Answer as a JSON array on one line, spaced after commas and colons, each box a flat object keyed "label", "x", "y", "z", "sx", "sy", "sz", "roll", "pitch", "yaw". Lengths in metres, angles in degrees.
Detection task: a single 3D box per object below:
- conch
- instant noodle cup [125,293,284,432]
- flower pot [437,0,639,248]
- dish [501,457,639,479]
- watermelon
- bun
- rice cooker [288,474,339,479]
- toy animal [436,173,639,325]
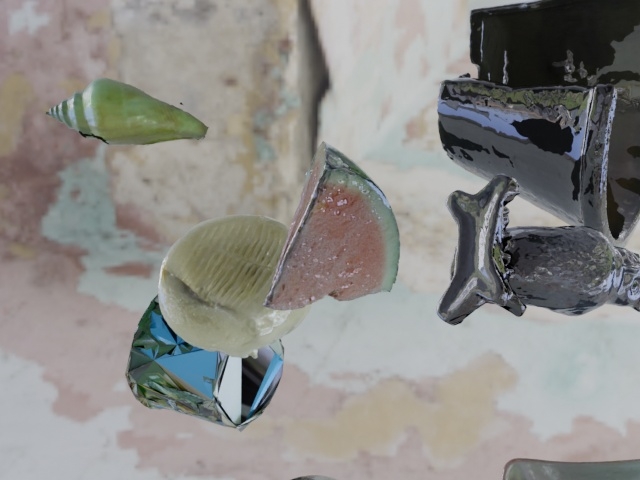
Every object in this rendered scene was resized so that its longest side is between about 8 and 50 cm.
[{"label": "conch", "x": -0.236, "y": -0.153, "z": 1.529, "sx": 0.200, "sy": 0.080, "sz": 0.095, "roll": 13, "pitch": -169, "yaw": -5}, {"label": "instant noodle cup", "x": -0.182, "y": 0.200, "z": 2.086, "sx": 0.178, "sy": 0.240, "sz": 0.240, "roll": 16, "pitch": -151, "yaw": 33}, {"label": "flower pot", "x": 0.312, "y": -0.178, "z": 1.660, "sx": 0.251, "sy": 0.379, "sz": 0.379, "roll": 10, "pitch": -154, "yaw": 25}, {"label": "dish", "x": 0.274, "y": 0.275, "z": 1.180, "sx": 0.212, "sy": 0.077, "sz": 0.151, "roll": -8, "pitch": -151, "yaw": 21}, {"label": "watermelon", "x": 0.022, "y": -0.009, "z": 1.417, "sx": 0.136, "sy": 0.202, "sz": 0.207, "roll": 11, "pitch": 163, "yaw": 8}, {"label": "bun", "x": -0.121, "y": 0.074, "z": 1.806, "sx": 0.229, "sy": 0.145, "sz": 0.229, "roll": -1, "pitch": -133, "yaw": 1}, {"label": "rice cooker", "x": -0.009, "y": 0.385, "z": 1.337, "sx": 0.224, "sy": 0.267, "sz": 0.267, "roll": -41, "pitch": -148, "yaw": -2}, {"label": "toy animal", "x": 0.193, "y": 0.035, "z": 1.106, "sx": 0.210, "sy": 0.121, "sz": 0.117, "roll": 17, "pitch": 153, "yaw": -32}]
